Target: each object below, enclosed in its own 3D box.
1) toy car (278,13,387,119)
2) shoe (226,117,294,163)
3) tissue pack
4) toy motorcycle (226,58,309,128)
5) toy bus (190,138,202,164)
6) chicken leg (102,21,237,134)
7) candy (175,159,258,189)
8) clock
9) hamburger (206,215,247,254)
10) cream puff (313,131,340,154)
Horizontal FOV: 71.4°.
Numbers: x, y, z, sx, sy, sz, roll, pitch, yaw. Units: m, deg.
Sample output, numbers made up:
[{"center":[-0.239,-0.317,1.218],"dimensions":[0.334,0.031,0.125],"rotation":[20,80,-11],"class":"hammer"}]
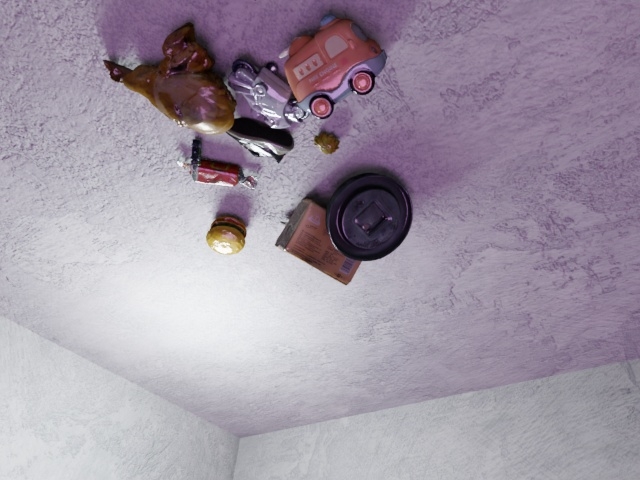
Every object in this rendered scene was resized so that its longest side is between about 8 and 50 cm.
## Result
[{"center":[0.030,-0.477,1.197],"dimensions":[0.270,0.180,0.212],"rotation":[-25,114,23],"class":"toy car"},{"center":[-0.202,-0.316,1.447],"dimensions":[0.227,0.099,0.112],"rotation":[13,143,-10],"class":"shoe"},{"center":[0.000,0.000,1.710],"dimensions":[0.305,0.238,0.238],"rotation":[30,131,-25],"class":"tissue pack"},{"center":[-0.163,-0.420,1.328],"dimensions":[0.260,0.110,0.171],"rotation":[30,143,-18],"class":"toy motorcycle"},{"center":[-0.416,-0.296,1.496],"dimensions":[0.031,0.037,0.083],"rotation":[6,97,-1],"class":"toy bus"},{"center":[-0.425,-0.479,1.271],"dimensions":[0.409,0.182,0.295],"rotation":[19,127,7],"class":"chicken leg"},{"center":[-0.364,-0.235,1.567],"dimensions":[0.292,0.059,0.086],"rotation":[9,135,-7],"class":"candy"},{"center":[0.171,-0.083,1.575],"dimensions":[0.319,0.066,0.319],"rotation":[-6,113,-15],"class":"clock"},{"center":[-0.370,-0.019,1.755],"dimensions":[0.162,0.115,0.162],"rotation":[1,134,1],"class":"hamburger"},{"center":[0.019,-0.313,1.453],"dimensions":[0.083,0.058,0.083],"rotation":[-20,133,26],"class":"cream puff"}]
